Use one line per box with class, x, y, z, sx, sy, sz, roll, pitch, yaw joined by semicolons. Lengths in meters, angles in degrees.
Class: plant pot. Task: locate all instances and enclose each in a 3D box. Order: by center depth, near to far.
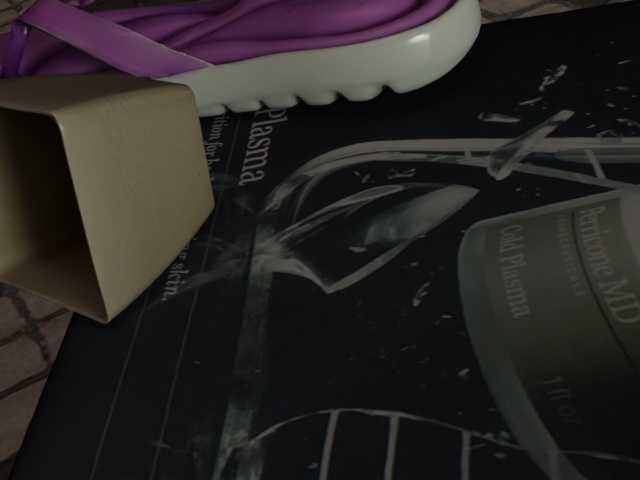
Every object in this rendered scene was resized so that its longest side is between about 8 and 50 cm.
plant pot;-0.119;-0.036;0.502;0.109;0.109;0.096;14;33;38

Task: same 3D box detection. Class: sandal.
sandal;-0.101;-0.155;0.654;0.416;0.102;0.169;-5;34;15

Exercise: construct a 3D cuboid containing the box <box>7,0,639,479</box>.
box;0.124;0.092;0.574;0.471;0.298;0.480;-6;36;8
